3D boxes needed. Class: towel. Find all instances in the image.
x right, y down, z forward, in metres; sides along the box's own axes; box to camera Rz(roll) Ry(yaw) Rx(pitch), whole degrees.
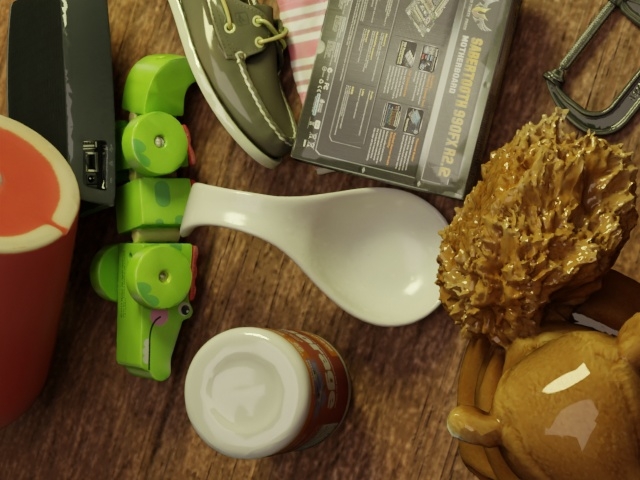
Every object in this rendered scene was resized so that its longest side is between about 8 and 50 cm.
[{"bbox_3d":[0.040,-0.176,1.611,0.144,0.029,0.197,-15,82,15],"label":"towel"}]

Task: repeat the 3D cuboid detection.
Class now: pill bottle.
[{"bbox_3d":[-0.040,0.144,1.513,0.121,0.216,0.121,-1,86,16],"label":"pill bottle"}]

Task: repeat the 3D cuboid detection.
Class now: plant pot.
[{"bbox_3d":[-0.363,0.019,1.543,0.275,0.275,0.243,42,130,15],"label":"plant pot"}]

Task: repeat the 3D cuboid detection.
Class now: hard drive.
[{"bbox_3d":[-0.273,-0.149,1.640,0.172,0.054,0.255,-14,77,55],"label":"hard drive"}]

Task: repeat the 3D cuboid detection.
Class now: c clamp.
[{"bbox_3d":[0.278,-0.190,1.550,0.137,0.022,0.161,33,94,11],"label":"c clamp"}]

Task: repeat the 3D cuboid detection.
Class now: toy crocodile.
[{"bbox_3d":[-0.170,-0.026,1.628,0.115,0.105,0.341,-7,83,57],"label":"toy crocodile"}]

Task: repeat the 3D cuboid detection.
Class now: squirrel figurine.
[{"bbox_3d":[0.203,0.101,1.365,0.281,0.370,0.397,-24,80,13],"label":"squirrel figurine"}]

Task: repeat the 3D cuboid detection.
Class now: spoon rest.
[{"bbox_3d":[0.000,0.000,1.549,0.276,0.084,0.137,14,80,-2],"label":"spoon rest"}]

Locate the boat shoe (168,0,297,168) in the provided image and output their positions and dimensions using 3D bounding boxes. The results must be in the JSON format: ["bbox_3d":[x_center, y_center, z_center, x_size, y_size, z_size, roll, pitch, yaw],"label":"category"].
[{"bbox_3d":[-0.090,-0.220,1.611,0.091,0.109,0.305,-30,75,17],"label":"boat shoe"}]

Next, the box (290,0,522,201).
[{"bbox_3d":[0.087,-0.170,1.556,0.183,0.056,0.231,14,93,15],"label":"box"}]
